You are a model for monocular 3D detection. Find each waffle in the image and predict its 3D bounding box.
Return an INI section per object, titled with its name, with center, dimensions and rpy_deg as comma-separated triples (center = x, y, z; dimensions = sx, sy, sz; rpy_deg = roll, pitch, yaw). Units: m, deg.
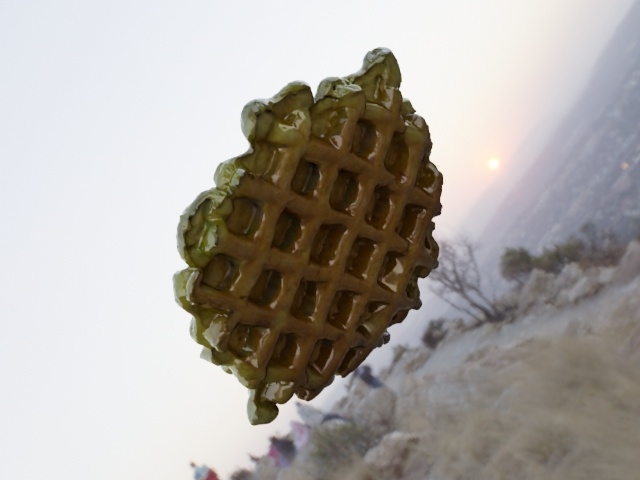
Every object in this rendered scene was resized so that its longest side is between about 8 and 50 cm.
[waffle]
center = 0.000, 0.000, 0.563
dimensions = 0.238, 0.059, 0.243
rpy_deg = -39, -48, -31
